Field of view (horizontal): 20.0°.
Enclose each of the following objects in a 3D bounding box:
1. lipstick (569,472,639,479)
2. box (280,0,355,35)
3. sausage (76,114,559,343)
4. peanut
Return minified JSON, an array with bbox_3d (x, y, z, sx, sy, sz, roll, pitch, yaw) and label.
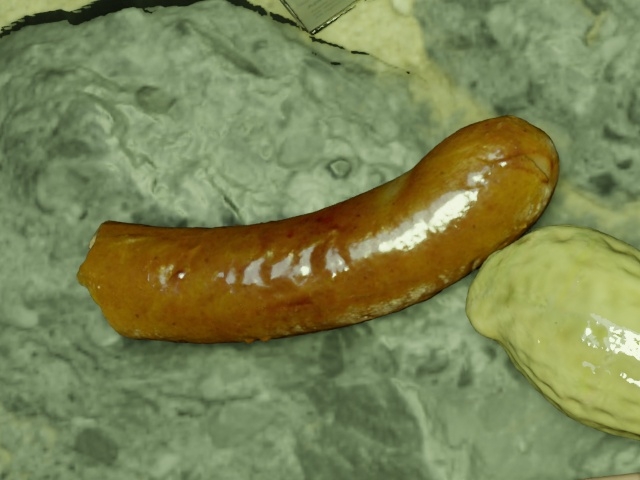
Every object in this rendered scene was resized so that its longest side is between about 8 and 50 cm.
[{"bbox_3d":[0.032,0.196,1.046,0.327,0.087,0.087,-9,75,13],"label":"lipstick"},{"bbox_3d":[0.003,-0.294,1.168,0.203,0.106,0.251,-34,69,7],"label":"box"},{"bbox_3d":[0.002,0.005,1.106,0.302,0.076,0.103,-14,74,12],"label":"sausage"},{"bbox_3d":[0.205,0.067,1.021,0.257,0.123,0.123,30,86,24],"label":"peanut"}]
